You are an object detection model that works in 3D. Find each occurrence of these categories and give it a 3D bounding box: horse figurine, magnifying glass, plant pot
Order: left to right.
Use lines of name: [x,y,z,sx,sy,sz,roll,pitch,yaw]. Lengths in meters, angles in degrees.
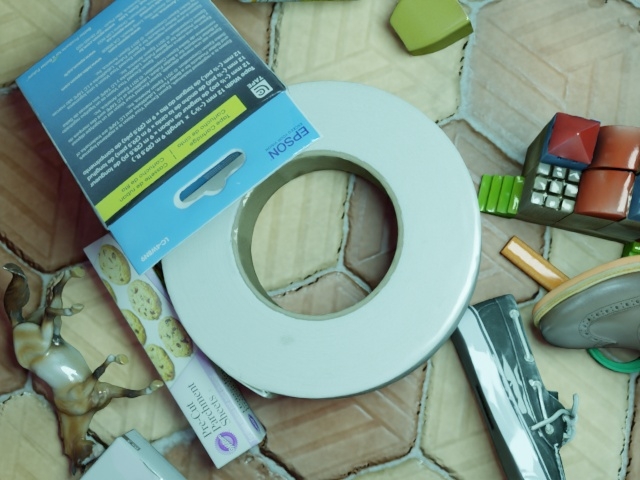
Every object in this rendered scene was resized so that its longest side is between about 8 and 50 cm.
horse figurine: [-0.317,0.145,1.095,0.174,0.066,0.263,-35,92,30]
plant pot: [0.134,-0.278,1.102,0.083,0.081,0.081,-34,85,13]
magnifying glass: [0.325,0.076,1.097,0.231,0.026,0.092,39,90,3]

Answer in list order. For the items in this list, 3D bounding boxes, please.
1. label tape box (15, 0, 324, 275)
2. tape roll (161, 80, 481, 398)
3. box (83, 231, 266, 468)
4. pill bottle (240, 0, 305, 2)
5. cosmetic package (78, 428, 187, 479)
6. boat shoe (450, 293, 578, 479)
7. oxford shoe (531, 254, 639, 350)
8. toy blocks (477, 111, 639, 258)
label tape box: [-0.172,-0.137,1.031,0.249,0.115,0.347,-38,62,0]
tape roll: [0.000,0.000,1.062,0.392,0.072,0.391,-2,79,10]
box: [-0.182,0.128,1.103,0.067,0.063,0.324,-32,85,2]
pill bottle: [-0.041,-0.352,1.070,0.215,0.117,0.117,-4,86,-13]
cosmetic package: [-0.277,0.360,1.087,0.117,0.085,0.231,43,88,5]
boat shoe: [0.255,0.213,1.050,0.105,0.113,0.306,-20,70,-3]
oxford shoe: [0.396,0.093,0.942,0.364,0.130,0.132,-14,56,39]
toy blocks: [0.383,-0.053,0.976,0.382,0.261,0.190,14,85,6]
